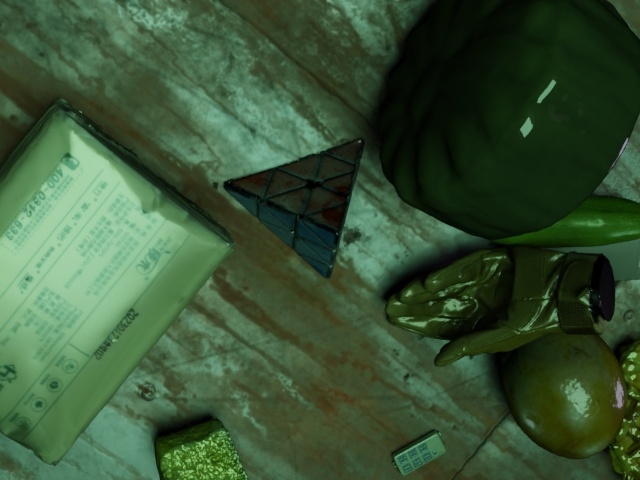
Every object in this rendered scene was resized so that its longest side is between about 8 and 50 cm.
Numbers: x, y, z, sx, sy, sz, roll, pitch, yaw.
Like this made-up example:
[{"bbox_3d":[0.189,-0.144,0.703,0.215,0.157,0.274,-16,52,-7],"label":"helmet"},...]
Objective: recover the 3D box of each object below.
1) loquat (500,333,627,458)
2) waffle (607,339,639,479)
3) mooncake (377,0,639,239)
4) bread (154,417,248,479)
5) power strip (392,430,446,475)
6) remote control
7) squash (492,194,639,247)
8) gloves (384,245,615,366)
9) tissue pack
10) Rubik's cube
[{"bbox_3d":[0.369,0.218,1.605,0.179,0.179,0.227,-25,102,-7],"label":"loquat"},{"bbox_3d":[0.594,0.268,1.730,0.302,0.068,0.325,-11,102,-10],"label":"waffle"},{"bbox_3d":[0.227,-0.182,1.357,0.194,0.356,0.356,29,96,-28],"label":"mooncake"},{"bbox_3d":[-0.176,0.327,1.521,0.114,0.111,0.129,-24,95,-12],"label":"bread"},{"bbox_3d":[0.155,0.334,1.661,0.090,0.016,0.040,-28,110,-6],"label":"power strip"},{"bbox_3d":[0.442,0.028,1.651,0.245,0.022,0.077,-3,108,-15],"label":"remote control"},{"bbox_3d":[0.358,-0.030,1.579,0.292,0.082,0.082,0,105,-14],"label":"squash"},{"bbox_3d":[0.257,0.089,1.537,0.331,0.141,0.154,-7,110,23],"label":"gloves"},{"bbox_3d":[-0.335,0.050,1.349,0.297,0.207,0.380,41,91,-19],"label":"tissue pack"},{"bbox_3d":[0.000,0.000,1.470,0.211,0.190,0.178,-17,126,-5],"label":"Rubik's cube"}]
